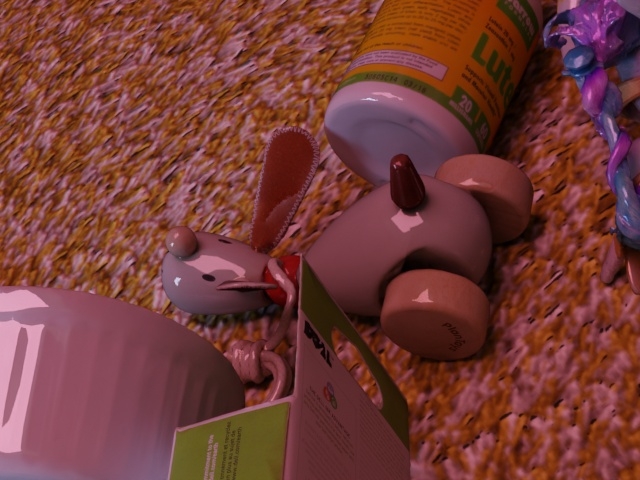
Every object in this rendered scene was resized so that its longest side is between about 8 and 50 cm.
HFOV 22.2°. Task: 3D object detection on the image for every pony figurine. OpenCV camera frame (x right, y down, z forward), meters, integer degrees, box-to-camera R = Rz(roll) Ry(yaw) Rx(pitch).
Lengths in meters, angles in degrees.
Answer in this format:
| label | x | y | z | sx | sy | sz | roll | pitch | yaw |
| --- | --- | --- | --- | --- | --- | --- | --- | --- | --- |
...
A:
| label | x | y | z | sx | sy | sz | roll | pitch | yaw |
| --- | --- | --- | --- | --- | --- | --- | --- | --- | --- |
| pony figurine | 0.308 | -0.173 | 1.208 | 0.351 | 0.302 | 0.363 | -45 | 31 | 42 |

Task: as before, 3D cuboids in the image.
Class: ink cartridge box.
| label | x | y | z | sx | sy | sz | roll | pitch | yaw |
| --- | --- | --- | --- | --- | --- | --- | --- | --- | --- |
| ink cartridge box | -0.015 | 0.170 | 1.119 | 0.097 | 0.189 | 0.255 | -19 | 41 | 21 |

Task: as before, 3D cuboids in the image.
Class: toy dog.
| label | x | y | z | sx | sy | sz | roll | pitch | yaw |
| --- | --- | --- | --- | --- | --- | --- | --- | --- | --- |
| toy dog | 0.000 | 0.000 | 1.292 | 0.333 | 0.161 | 0.220 | -20 | 42 | 17 |

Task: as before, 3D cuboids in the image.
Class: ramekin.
| label | x | y | z | sx | sy | sz | roll | pitch | yaw |
| --- | --- | --- | --- | --- | --- | --- | --- | --- | --- |
| ramekin | -0.199 | 0.162 | 1.194 | 0.277 | 0.277 | 0.135 | -12 | 53 | 25 |

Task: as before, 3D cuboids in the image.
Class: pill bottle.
| label | x | y | z | sx | sy | sz | roll | pitch | yaw |
| --- | --- | --- | --- | --- | --- | --- | --- | --- | --- |
| pill bottle | 0.110 | -0.167 | 1.397 | 0.136 | 0.136 | 0.246 | 3 | 53 | 36 |
